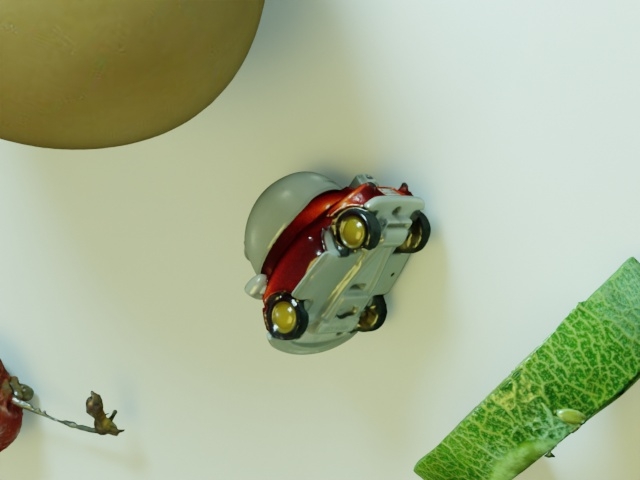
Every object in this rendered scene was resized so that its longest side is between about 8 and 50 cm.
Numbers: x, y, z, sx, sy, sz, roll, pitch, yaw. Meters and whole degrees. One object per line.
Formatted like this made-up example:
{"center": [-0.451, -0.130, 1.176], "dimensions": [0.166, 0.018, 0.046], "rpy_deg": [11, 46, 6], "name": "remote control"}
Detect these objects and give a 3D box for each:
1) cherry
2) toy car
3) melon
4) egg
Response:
{"center": [-0.272, 0.132, 1.365], "dimensions": [0.225, 0.090, 0.107], "rpy_deg": [-10, 99, 28], "name": "cherry"}
{"center": [0.000, 0.000, 1.138], "dimensions": [0.112, 0.112, 0.139], "rpy_deg": [47, 117, 28], "name": "toy car"}
{"center": [0.145, 0.109, 1.077], "dimensions": [0.064, 0.118, 0.209], "rpy_deg": [45, 130, 4], "name": "melon"}
{"center": [-0.200, -0.225, 1.048], "dimensions": [0.374, 0.301, 0.301], "rpy_deg": [37, 124, 13], "name": "egg"}
